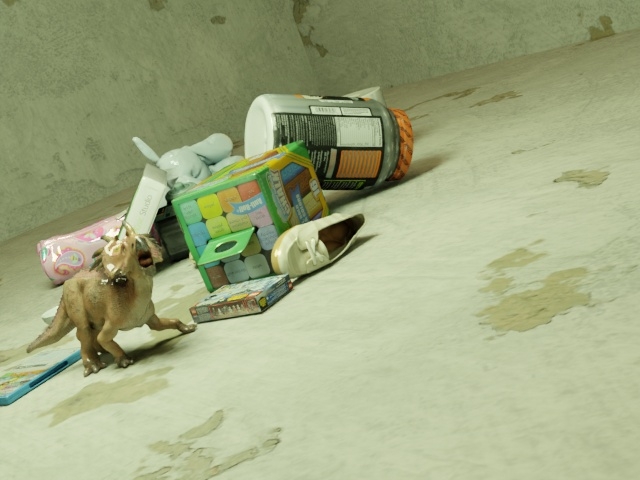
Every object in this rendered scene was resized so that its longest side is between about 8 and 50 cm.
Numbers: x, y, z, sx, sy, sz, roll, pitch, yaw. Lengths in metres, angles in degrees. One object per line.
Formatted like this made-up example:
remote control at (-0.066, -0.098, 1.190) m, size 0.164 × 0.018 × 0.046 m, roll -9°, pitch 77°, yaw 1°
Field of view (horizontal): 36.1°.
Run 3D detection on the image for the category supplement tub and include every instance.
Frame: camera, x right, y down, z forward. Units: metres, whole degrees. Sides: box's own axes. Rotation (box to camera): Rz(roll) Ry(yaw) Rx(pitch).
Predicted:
supplement tub at (0.017, -0.198, 2.003) m, size 0.315 × 0.194 × 0.193 m, roll 0°, pitch 4°, yaw -22°

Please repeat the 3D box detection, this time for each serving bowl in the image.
serving bowl at (-0.487, 0.141, 1.867) m, size 0.083 × 0.027 × 0.083 m, roll -19°, pitch 13°, yaw 5°

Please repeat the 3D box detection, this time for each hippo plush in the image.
hippo plush at (-0.324, -0.108, 2.422) m, size 0.294 × 0.234 × 0.236 m, roll -11°, pitch -27°, yaw -36°

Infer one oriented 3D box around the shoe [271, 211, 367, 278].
shoe at (0.000, 0.000, 1.582) m, size 0.058 × 0.077 × 0.219 m, roll -17°, pitch 9°, yaw 40°

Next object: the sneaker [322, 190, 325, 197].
sneaker at (-0.100, -0.039, 1.953) m, size 0.151 × 0.094 × 0.256 m, roll 7°, pitch -28°, yaw -41°

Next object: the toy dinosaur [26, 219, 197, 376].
toy dinosaur at (-0.319, 0.079, 1.454) m, size 0.295 × 0.200 × 0.127 m, roll -15°, pitch 13°, yaw 27°

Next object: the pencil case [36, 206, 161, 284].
pencil case at (-0.518, 0.003, 2.305) m, size 0.284 × 0.124 × 0.124 m, roll -22°, pitch 12°, yaw -5°

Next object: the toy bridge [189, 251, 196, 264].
toy bridge at (-0.230, 0.020, 1.923) m, size 0.063 × 0.026 × 0.188 m, roll -52°, pitch 24°, yaw 7°

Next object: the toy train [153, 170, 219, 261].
toy train at (-0.203, -0.065, 2.101) m, size 0.333 × 0.142 × 0.190 m, roll -17°, pitch 24°, yaw 4°

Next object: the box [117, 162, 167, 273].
box at (-0.390, -0.036, 2.077) m, size 0.058 × 0.232 × 0.322 m, roll 22°, pitch 6°, yaw -10°

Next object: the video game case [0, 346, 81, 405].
video game case at (-0.461, 0.213, 1.534) m, size 0.119 × 0.015 × 0.166 m, roll -10°, pitch 15°, yaw 37°

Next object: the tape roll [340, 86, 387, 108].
tape roll at (0.060, -0.259, 2.412) m, size 0.246 × 0.169 × 0.246 m, roll -20°, pitch 11°, yaw 4°

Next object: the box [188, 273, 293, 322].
box at (-0.121, 0.089, 1.503) m, size 0.137 × 0.027 × 0.094 m, roll -12°, pitch 13°, yaw 36°

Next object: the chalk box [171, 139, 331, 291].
chalk box at (-0.123, -0.035, 1.690) m, size 0.180 × 0.179 × 0.289 m, roll -15°, pitch 13°, yaw 23°
